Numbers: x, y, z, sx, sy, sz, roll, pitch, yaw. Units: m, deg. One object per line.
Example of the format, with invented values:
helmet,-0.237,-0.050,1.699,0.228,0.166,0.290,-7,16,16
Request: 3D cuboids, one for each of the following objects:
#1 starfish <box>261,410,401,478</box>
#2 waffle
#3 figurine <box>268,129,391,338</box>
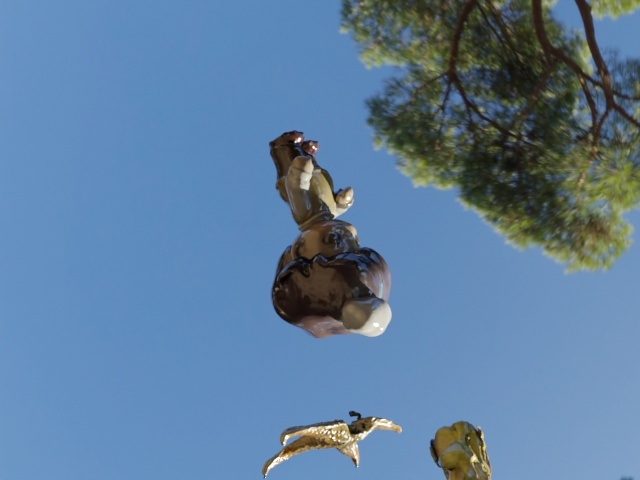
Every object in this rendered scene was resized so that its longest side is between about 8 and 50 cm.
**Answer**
starfish,0.007,0.300,1.159,0.138,0.247,0.050,-45,-129,31
waffle,0.183,0.325,0.819,0.060,0.307,0.312,-19,-67,6
figurine,0.018,-0.008,1.357,0.206,0.218,0.365,-4,-101,10
